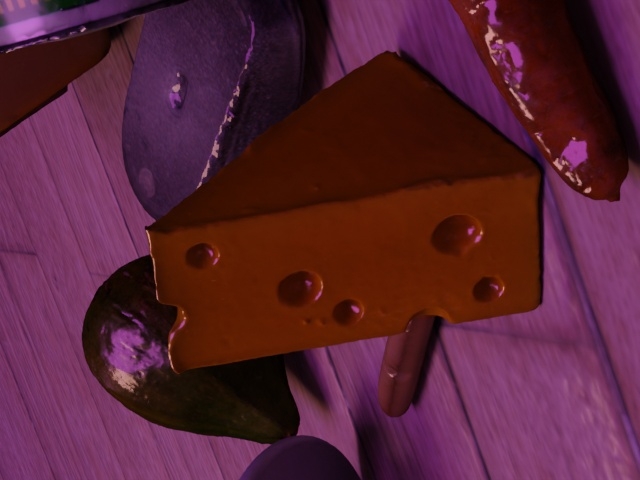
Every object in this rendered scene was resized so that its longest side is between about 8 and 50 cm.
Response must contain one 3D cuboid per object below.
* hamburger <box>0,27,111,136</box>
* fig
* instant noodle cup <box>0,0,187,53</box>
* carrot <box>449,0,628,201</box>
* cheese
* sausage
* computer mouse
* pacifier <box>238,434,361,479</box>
[{"bbox_3d":[-0.293,-0.131,1.304,0.176,0.300,0.300,55,161,-10],"label":"hamburger"},{"bbox_3d":[-0.080,0.085,1.259,0.156,0.123,0.123,50,155,22],"label":"fig"},{"bbox_3d":[-0.139,-0.221,0.934,0.207,0.207,0.232,9,118,66],"label":"instant noodle cup"},{"bbox_3d":[0.075,-0.108,0.777,0.209,0.061,0.061,63,159,-3],"label":"carrot"},{"bbox_3d":[0.000,0.000,0.900,0.126,0.171,0.093,47,152,43],"label":"cheese"},{"bbox_3d":[0.048,0.063,1.059,0.024,0.024,0.132,55,156,26],"label":"sausage"},{"bbox_3d":[-0.054,-0.101,1.070,0.113,0.068,0.229,50,138,28],"label":"computer mouse"},{"bbox_3d":[0.031,0.260,1.164,0.207,0.227,0.279,-2,92,33],"label":"pacifier"}]
